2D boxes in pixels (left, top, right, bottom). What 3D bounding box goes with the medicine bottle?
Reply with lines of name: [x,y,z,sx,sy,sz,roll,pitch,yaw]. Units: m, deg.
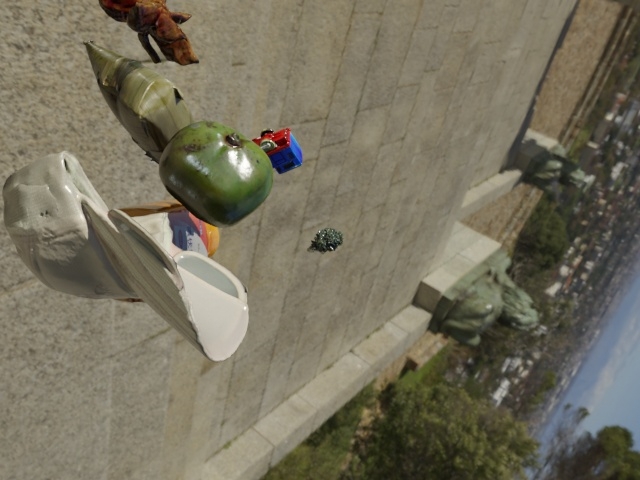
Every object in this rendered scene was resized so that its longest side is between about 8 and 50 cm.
medicine bottle: [-0.260,0.009,0.982,0.222,0.111,0.150,-35,124,-73]

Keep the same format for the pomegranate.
pomegranate: [-0.144,-0.092,0.830,0.131,0.152,0.191,-50,-179,-3]

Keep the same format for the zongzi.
zongzi: [-0.323,-0.235,1.069,0.112,0.242,0.221,-44,151,-17]

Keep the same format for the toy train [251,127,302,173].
toy train: [-0.164,-0.247,1.705,0.203,0.083,0.131,-20,134,17]

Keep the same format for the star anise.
star anise: [-0.328,-0.427,1.102,0.111,0.213,0.196,-26,175,16]

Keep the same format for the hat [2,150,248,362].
hat: [-0.183,0.037,0.548,0.164,0.226,0.219,-30,163,4]

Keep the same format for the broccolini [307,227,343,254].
broccolini: [0.009,0.018,1.610,0.091,0.068,0.203,-28,171,-17]
